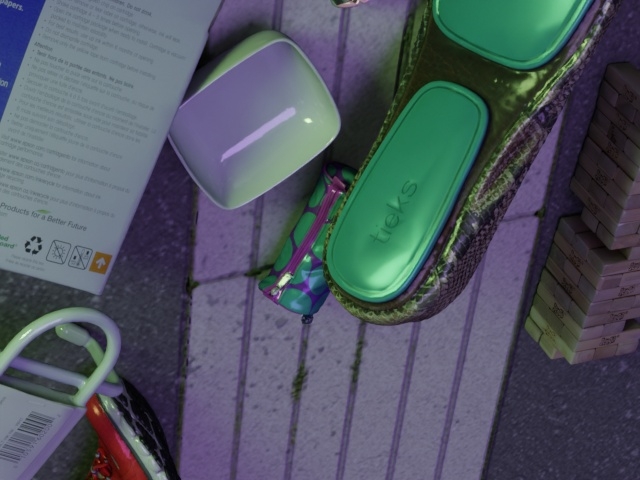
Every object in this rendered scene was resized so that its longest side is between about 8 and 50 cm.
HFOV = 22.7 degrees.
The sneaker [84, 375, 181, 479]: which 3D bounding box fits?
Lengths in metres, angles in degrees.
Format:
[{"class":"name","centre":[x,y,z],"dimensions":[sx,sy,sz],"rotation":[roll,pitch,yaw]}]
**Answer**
[{"class":"sneaker","centre":[-0.197,0.248,1.565],"dimensions":[0.118,0.107,0.279],"rotation":[-18,131,-5]}]

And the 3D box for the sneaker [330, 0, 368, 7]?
[{"class":"sneaker","centre":[0.049,-0.248,1.354],"dimensions":[0.119,0.047,0.057],"rotation":[-40,116,1]}]

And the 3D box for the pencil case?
[{"class":"pencil case","centre":[0.000,0.000,1.504],"dimensions":[0.070,0.064,0.152],"rotation":[-14,137,-58]}]

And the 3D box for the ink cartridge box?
[{"class":"ink cartridge box","centre":[-0.245,-0.134,1.228],"dimensions":[0.303,0.072,0.307],"rotation":[18,96,-39]}]

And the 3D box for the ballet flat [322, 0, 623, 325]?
[{"class":"ballet flat","centre":[0.158,-0.142,1.419],"dimensions":[0.182,0.164,0.483],"rotation":[7,112,-61]}]

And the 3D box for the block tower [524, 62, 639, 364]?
[{"class":"block tower","centre":[0.313,-0.020,1.662],"dimensions":[0.097,0.091,0.335],"rotation":[-9,130,-26]}]

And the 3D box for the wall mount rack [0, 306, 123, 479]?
[{"class":"wall mount rack","centre":[-0.350,0.143,1.373],"dimensions":[0.350,0.130,0.304],"rotation":[-50,138,13]}]

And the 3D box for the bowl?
[{"class":"bowl","centre":[-0.064,-0.110,1.382],"dimensions":[0.142,0.053,0.142],"rotation":[-35,135,-2]}]
